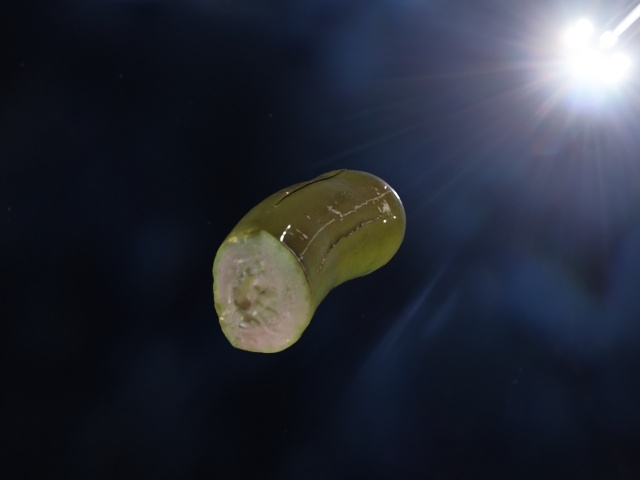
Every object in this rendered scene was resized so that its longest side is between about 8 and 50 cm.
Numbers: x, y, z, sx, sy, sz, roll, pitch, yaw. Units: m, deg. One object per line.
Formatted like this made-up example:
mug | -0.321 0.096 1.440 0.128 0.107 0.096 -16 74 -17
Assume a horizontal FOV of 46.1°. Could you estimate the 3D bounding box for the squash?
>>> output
squash | 0.000 0.000 0.499 0.083 0.083 0.250 48 -159 4
